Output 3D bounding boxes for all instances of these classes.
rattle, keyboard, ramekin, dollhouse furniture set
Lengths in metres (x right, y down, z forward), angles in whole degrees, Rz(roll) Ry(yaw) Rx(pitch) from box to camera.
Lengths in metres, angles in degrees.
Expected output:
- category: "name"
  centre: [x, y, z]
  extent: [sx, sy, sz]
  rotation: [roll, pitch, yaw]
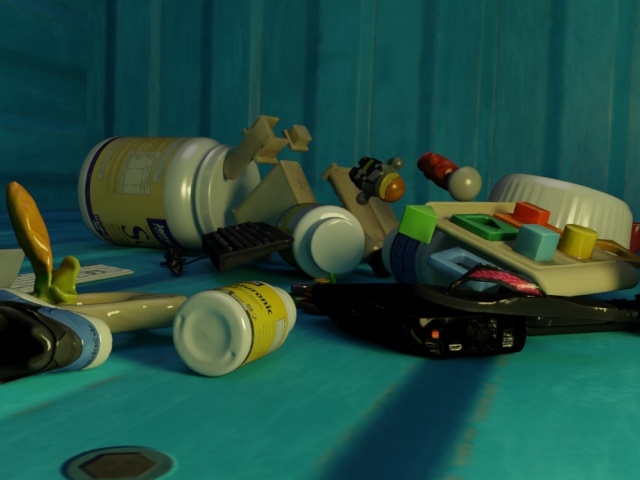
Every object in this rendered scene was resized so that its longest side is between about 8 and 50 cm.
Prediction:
- category: "rattle"
  centre: [-0.172, 0.024, 0.689]
  extent: [0.199, 0.143, 0.130]
  rotation: [-4, -14, -4]
- category: "keyboard"
  centre: [-0.164, 0.010, 1.221]
  extent: [0.201, 0.033, 0.317]
  rotation: [-20, 9, -11]
- category: "ramekin"
  centre: [0.403, -0.025, 1.294]
  extent: [0.272, 0.127, 0.273]
  rotation: [17, 1, 0]
- category: "keyboard"
  centre: [-0.355, 0.050, 1.041]
  extent: [0.072, 0.014, 0.256]
  rotation: [3, 4, 17]
- category: "dollhouse furniture set"
  centre: [0.016, -0.069, 1.513]
  extent: [0.355, 0.303, 0.174]
  rotation: [0, -33, -45]

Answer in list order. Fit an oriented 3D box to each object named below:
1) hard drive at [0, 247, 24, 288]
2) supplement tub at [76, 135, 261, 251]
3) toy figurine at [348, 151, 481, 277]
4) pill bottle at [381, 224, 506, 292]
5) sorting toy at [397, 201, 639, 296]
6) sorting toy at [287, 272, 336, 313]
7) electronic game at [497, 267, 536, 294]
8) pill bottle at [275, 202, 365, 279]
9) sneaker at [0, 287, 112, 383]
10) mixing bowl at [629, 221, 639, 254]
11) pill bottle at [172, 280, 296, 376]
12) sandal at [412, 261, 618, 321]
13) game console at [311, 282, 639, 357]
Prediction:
- category: "hard drive"
  centre: [-0.468, 0.036, 0.797]
  extent: [0.172, 0.054, 0.254]
  rotation: [-2, 0, 33]
- category: "supplement tub"
  centre: [-0.318, -0.101, 1.601]
  extent: [0.331, 0.241, 0.241]
  rotation: [4, 5, 26]
- category: "toy figurine"
  centre: [0.154, -0.040, 1.269]
  extent: [0.209, 0.213, 0.148]
  rotation: [-3, 22, -24]
- category: "pill bottle"
  centre: [0.154, 0.024, 1.005]
  extent: [0.112, 0.112, 0.186]
  rotation: [1, 4, -18]
- category: "sorting toy"
  centre: [0.240, -0.007, 0.851]
  extent: [0.347, 0.047, 0.196]
  rotation: [-2, 27, -38]
- category: "sorting toy"
  centre: [-0.007, 0.060, 0.893]
  extent: [0.061, 0.042, 0.102]
  rotation: [0, 4, -29]
- category: "electronic game"
  centre: [0.291, 0.054, 1.093]
  extent: [0.229, 0.048, 0.229]
  rotation: [-2, 6, 0]
- category: "pill bottle"
  centre: [0.000, 0.000, 1.209]
  extent: [0.117, 0.117, 0.215]
  rotation: [1, 5, -14]
- category: "sneaker"
  centre: [-0.239, 0.066, 0.552]
  extent: [0.152, 0.058, 0.084]
  rotation: [10, -2, 19]
- category: "mixing bowl"
  centre: [0.570, 0.009, 1.533]
  extent: [0.181, 0.098, 0.181]
  rotation: [2, 5, 0]
- category: "pill bottle"
  centre: [-0.063, 0.066, 0.606]
  extent: [0.065, 0.065, 0.116]
  rotation: [4, 4, 20]
- category: "sandal"
  centre: [0.173, 0.043, 0.674]
  extent: [0.179, 0.040, 0.067]
  rotation: [4, 7, 5]
- category: "game console"
  centre: [0.186, 0.074, 0.795]
  extent: [0.361, 0.044, 0.213]
  rotation: [1, 5, -24]
